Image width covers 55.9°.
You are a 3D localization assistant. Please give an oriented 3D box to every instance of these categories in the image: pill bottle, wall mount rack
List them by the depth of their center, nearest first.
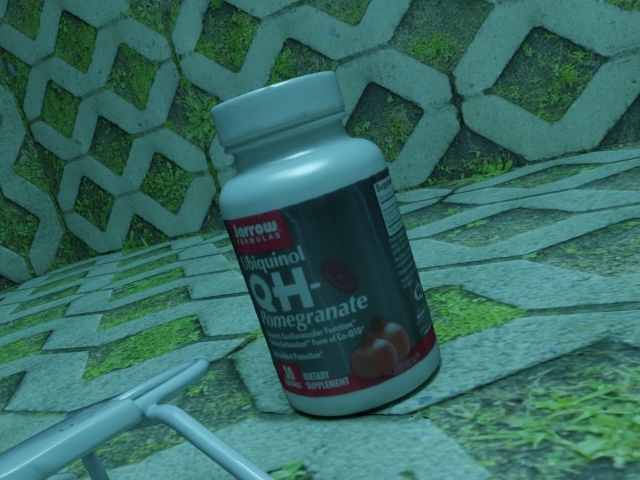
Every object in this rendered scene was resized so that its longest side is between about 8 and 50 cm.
[{"bbox_3d":[-0.157,0.188,0.342,0.350,0.130,0.304,-27,1,-44],"label":"wall mount rack"},{"bbox_3d":[0.000,0.000,0.626,0.176,0.319,0.176,-17,10,3],"label":"pill bottle"}]

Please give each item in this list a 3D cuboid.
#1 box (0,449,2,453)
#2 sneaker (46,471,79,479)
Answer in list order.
[{"bbox_3d":[-0.437,0.274,0.647,0.178,0.042,0.109,-24,11,-34],"label":"box"},{"bbox_3d":[-0.265,0.243,0.522,0.053,0.061,0.152,-22,-11,13],"label":"sneaker"}]
